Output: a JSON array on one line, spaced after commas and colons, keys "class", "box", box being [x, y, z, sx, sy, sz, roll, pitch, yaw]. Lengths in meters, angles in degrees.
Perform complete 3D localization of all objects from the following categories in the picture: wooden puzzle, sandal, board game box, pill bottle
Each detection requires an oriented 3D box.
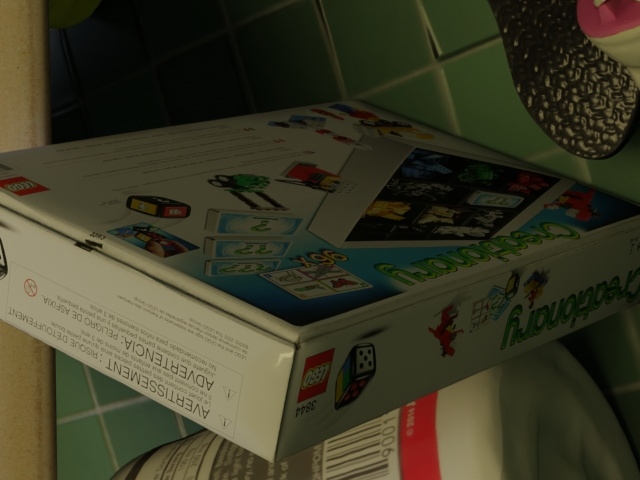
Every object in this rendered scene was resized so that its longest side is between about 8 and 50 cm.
[{"class": "wooden puzzle", "box": [-0.206, -0.059, 0.873, 0.348, 0.080, 0.322, -125, 34, -59]}, {"class": "sandal", "box": [0.112, -0.118, 0.798, 0.067, 0.040, 0.179, -39, 61, 28]}, {"class": "board game box", "box": [0.000, 0.000, 0.728, 0.193, 0.305, 0.053, 24, 112, 31]}, {"class": "pill bottle", "box": [-0.008, 0.170, 0.820, 0.318, 0.176, 0.176, -22, 85, 28]}]

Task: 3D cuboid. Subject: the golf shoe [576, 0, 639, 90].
[{"class": "golf shoe", "box": [0.260, -0.131, 0.658, 0.306, 0.115, 0.140, -27, 118, 24]}]

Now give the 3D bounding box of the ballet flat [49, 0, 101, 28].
[{"class": "ballet flat", "box": [-0.121, -0.212, 0.919, 0.077, 0.077, 0.231, 47, 121, 21]}]
